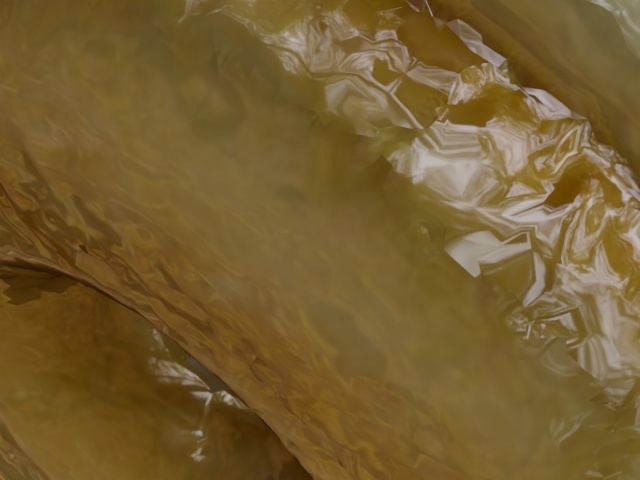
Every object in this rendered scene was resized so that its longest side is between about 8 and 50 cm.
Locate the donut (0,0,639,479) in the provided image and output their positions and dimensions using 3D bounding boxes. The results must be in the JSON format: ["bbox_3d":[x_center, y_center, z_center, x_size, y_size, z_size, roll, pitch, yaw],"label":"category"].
[{"bbox_3d":[0.000,0.000,0.607,0.449,0.449,0.198,45,65,-8],"label":"donut"}]
